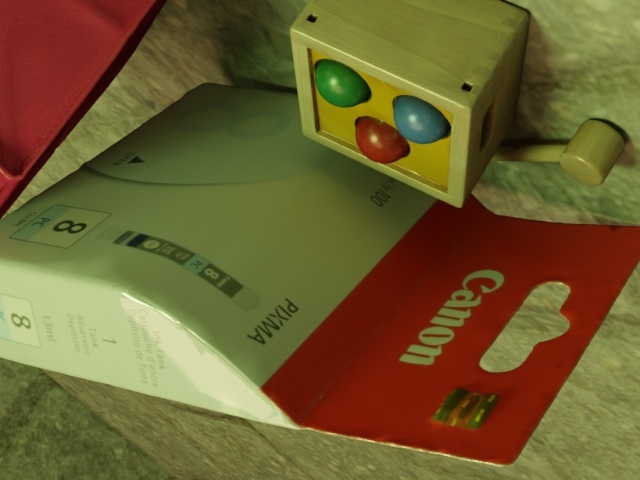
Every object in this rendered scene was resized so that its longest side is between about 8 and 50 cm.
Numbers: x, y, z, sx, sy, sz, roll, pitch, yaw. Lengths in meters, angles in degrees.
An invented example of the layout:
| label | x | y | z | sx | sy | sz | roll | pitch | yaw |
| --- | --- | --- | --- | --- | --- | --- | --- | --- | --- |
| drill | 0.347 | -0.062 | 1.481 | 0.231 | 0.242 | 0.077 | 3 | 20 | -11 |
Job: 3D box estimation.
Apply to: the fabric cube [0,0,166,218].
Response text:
| label | x | y | z | sx | sy | sz | roll | pitch | yaw |
| --- | --- | --- | --- | --- | --- | --- | --- | --- | --- |
| fabric cube | -0.262 | -0.172 | 0.913 | 0.254 | 0.259 | 0.258 | 38 | 157 | -11 |

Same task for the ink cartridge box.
| label | x | y | z | sx | sy | sz | roll | pitch | yaw |
| --- | --- | --- | --- | --- | --- | --- | --- | --- | --- |
| ink cartridge box | 0.000 | 0.000 | 0.889 | 0.385 | 0.308 | 0.091 | 8 | 120 | 28 |

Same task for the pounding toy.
| label | x | y | z | sx | sy | sz | roll | pitch | yaw |
| --- | --- | --- | --- | --- | --- | --- | --- | --- | --- |
| pounding toy | 0.091 | -0.074 | 0.870 | 0.206 | 0.094 | 0.181 | 26 | 157 | 16 |
